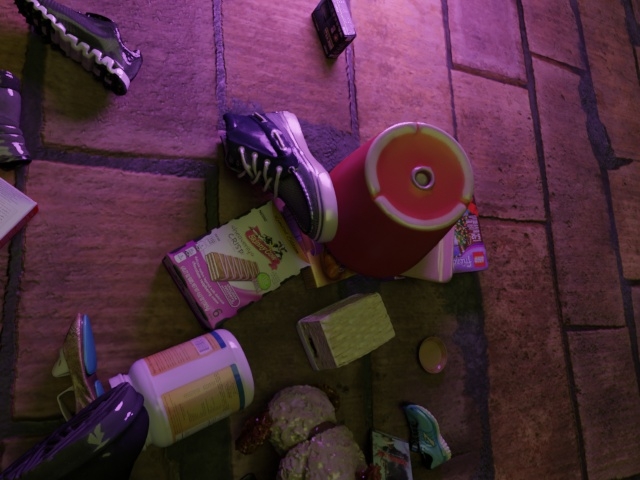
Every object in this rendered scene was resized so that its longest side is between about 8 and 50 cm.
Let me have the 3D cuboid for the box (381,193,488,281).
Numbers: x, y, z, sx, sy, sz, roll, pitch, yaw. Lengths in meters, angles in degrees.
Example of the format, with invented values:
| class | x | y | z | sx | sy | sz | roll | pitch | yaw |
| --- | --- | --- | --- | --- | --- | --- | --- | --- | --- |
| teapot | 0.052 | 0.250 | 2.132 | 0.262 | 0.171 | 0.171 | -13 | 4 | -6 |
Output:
| class | x | y | z | sx | sy | sz | roll | pitch | yaw |
| --- | --- | --- | --- | --- | --- | --- | --- | --- | --- |
| box | 0.269 | -0.012 | 1.103 | 0.293 | 0.057 | 0.200 | -3 | 81 | -27 |

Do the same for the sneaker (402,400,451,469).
| class | x | y | z | sx | sy | sz | roll | pitch | yaw |
| --- | --- | --- | --- | --- | --- | --- | --- | --- | --- |
| sneaker | 0.223 | 0.427 | 0.983 | 0.073 | 0.063 | 0.162 | -30 | 93 | -26 |

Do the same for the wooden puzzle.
| class | x | y | z | sx | sy | sz | roll | pitch | yaw |
| --- | --- | --- | --- | --- | --- | --- | --- | --- | --- |
| wooden puzzle | 0.187 | -0.028 | 1.012 | 0.239 | 0.044 | 0.220 | 11 | 75 | -16 |

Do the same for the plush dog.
| class | x | y | z | sx | sy | sz | roll | pitch | yaw |
| --- | --- | --- | --- | --- | --- | --- | --- | --- | --- |
| plush dog | -0.016 | 0.366 | 0.803 | 0.262 | 0.210 | 0.225 | -7 | 52 | -45 |

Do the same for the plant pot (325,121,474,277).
| class | x | y | z | sx | sy | sz | roll | pitch | yaw |
| --- | --- | --- | --- | --- | --- | --- | --- | --- | --- |
| plant pot | 0.144 | -0.081 | 0.855 | 0.275 | 0.243 | 0.274 | 3 | 77 | -11 |

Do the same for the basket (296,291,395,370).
| class | x | y | z | sx | sy | sz | roll | pitch | yaw |
| --- | --- | --- | --- | --- | --- | --- | --- | --- | --- |
| basket | 0.054 | 0.184 | 0.925 | 0.167 | 0.103 | 0.113 | -21 | 88 | -28 |

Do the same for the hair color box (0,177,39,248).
| class | x | y | z | sx | sy | sz | roll | pitch | yaw |
| --- | --- | --- | --- | --- | --- | --- | --- | --- | --- |
| hair color box | -0.537 | -0.019 | 0.695 | 0.093 | 0.053 | 0.167 | 40 | 63 | -15 |

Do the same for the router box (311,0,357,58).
| class | x | y | z | sx | sy | sz | roll | pitch | yaw |
| --- | --- | --- | --- | --- | --- | --- | --- | --- | --- |
| router box | 0.030 | -0.512 | 1.070 | 0.038 | 0.092 | 0.122 | -17 | 86 | -29 |

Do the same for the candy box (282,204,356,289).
| class | x | y | z | sx | sy | sz | roll | pitch | yaw |
| --- | --- | --- | --- | --- | --- | --- | --- | --- | --- |
| candy box | 0.000 | 0.000 | 0.967 | 0.109 | 0.053 | 0.186 | -15 | 88 | -29 |

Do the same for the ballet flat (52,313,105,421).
| class | x | y | z | sx | sy | sz | roll | pitch | yaw |
| --- | --- | --- | --- | --- | --- | --- | --- | --- | --- |
| ballet flat | -0.384 | 0.222 | 0.715 | 0.067 | 0.073 | 0.206 | -14 | 82 | -15 |

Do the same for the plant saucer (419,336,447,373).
| class | x | y | z | sx | sy | sz | roll | pitch | yaw |
| --- | --- | --- | --- | --- | --- | --- | --- | --- | --- |
| plant saucer | 0.261 | 0.269 | 1.063 | 0.083 | 0.015 | 0.083 | 6 | 77 | -26 |

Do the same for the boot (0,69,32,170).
| class | x | y | z | sx | sy | sz | roll | pitch | yaw |
| --- | --- | --- | --- | --- | --- | --- | --- | --- | --- |
| boot | -0.592 | -0.184 | 0.691 | 0.247 | 0.083 | 0.161 | -4 | 87 | -26 |

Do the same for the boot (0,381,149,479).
| class | x | y | z | sx | sy | sz | roll | pitch | yaw |
| --- | --- | --- | --- | --- | --- | --- | --- | --- | --- |
| boot | -0.209 | 0.425 | 0.604 | 0.445 | 0.367 | 0.146 | 51 | 36 | -5 |

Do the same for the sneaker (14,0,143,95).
| class | x | y | z | sx | sy | sz | roll | pitch | yaw |
| --- | --- | --- | --- | --- | --- | --- | --- | --- | --- |
| sneaker | -0.427 | -0.376 | 0.819 | 0.234 | 0.078 | 0.106 | 39 | 62 | -19 |

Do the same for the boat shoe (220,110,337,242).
| class | x | y | z | sx | sy | sz | roll | pitch | yaw |
| --- | --- | --- | --- | --- | --- | --- | --- | --- | --- |
| boat shoe | -0.092 | -0.124 | 0.858 | 0.158 | 0.127 | 0.340 | -5 | 47 | -23 |

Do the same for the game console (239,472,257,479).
| class | x | y | z | sx | sy | sz | roll | pitch | yaw |
| --- | --- | --- | --- | --- | --- | --- | --- | --- | --- |
| game console | -0.135 | 0.494 | 0.782 | 0.122 | 0.107 | 0.071 | -30 | 122 | -28 |

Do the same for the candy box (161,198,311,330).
| class | x | y | z | sx | sy | sz | roll | pitch | yaw |
| --- | --- | --- | --- | --- | --- | --- | --- | --- | --- |
| candy box | -0.156 | 0.043 | 0.867 | 0.233 | 0.071 | 0.159 | -33 | 94 | -29 |

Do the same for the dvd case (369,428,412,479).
| class | x | y | z | sx | sy | sz | roll | pitch | yaw |
| --- | --- | --- | --- | --- | --- | --- | --- | --- | --- |
| dvd case | 0.142 | 0.444 | 0.909 | 0.087 | 0.013 | 0.119 | 22 | 26 | -6 |

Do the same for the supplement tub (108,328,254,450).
| class | x | y | z | sx | sy | sz | roll | pitch | yaw |
| --- | --- | --- | --- | --- | --- | --- | --- | --- | --- |
| supplement tub | -0.226 | 0.245 | 0.744 | 0.200 | 0.144 | 0.144 | -18 | 88 | -29 |
